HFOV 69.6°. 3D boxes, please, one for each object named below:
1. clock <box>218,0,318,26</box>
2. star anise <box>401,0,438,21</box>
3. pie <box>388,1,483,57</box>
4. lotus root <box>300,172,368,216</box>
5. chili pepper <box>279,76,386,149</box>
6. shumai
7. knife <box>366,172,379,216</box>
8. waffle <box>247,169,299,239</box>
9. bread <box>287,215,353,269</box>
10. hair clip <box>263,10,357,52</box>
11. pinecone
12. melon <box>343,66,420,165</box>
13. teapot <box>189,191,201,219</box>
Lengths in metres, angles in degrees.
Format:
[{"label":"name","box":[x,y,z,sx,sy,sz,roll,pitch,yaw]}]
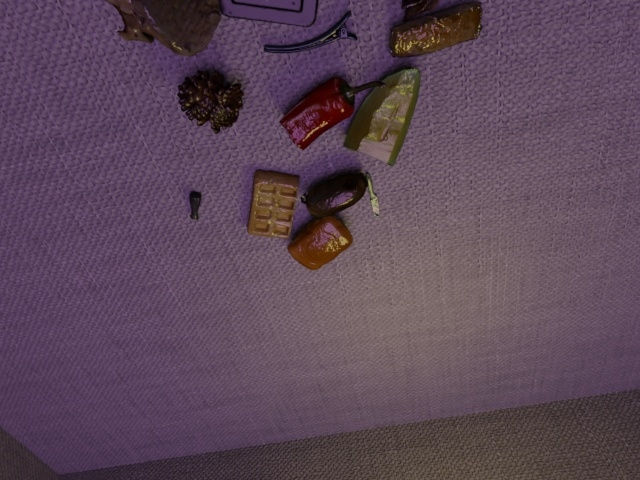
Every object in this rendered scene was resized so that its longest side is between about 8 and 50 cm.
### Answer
[{"label":"clock","box":[-0.134,-0.727,1.230,0.279,0.049,0.273,4,128,-6]},{"label":"star anise","box":[0.291,-0.689,1.184,0.350,0.108,0.292,-25,164,17]},{"label":"pie","box":[0.341,-0.603,1.335,0.283,0.068,0.128,-17,144,0]},{"label":"lotus root","box":[0.055,-0.160,1.638,0.241,0.124,0.122,-20,107,14]},{"label":"chili pepper","box":[0.039,-0.428,1.424,0.338,0.131,0.134,-32,98,25]},{"label":"shumai","box":[-0.429,-0.649,1.219,0.267,0.263,0.313,7,94,-53]},{"label":"knife","box":[0.196,-0.166,1.713,0.030,0.014,0.207,-12,129,7]},{"label":"waffle","box":[-0.176,-0.123,1.698,0.168,0.057,0.274,8,128,-8]},{"label":"bread","box":[0.000,0.000,1.766,0.246,0.121,0.174,-35,123,24]},{"label":"hair clip","box":[-0.033,-0.585,1.351,0.275,0.048,0.083,-15,132,10]},{"label":"pinecone","box":[-0.333,-0.425,1.393,0.195,0.150,0.179,12,127,-12]},{"label":"melon","box":[0.221,-0.400,1.464,0.196,0.124,0.323,16,120,-16]},{"label":"teapot","box":[-0.462,-0.124,1.693,0.043,0.042,0.110,8,130,-10]}]
